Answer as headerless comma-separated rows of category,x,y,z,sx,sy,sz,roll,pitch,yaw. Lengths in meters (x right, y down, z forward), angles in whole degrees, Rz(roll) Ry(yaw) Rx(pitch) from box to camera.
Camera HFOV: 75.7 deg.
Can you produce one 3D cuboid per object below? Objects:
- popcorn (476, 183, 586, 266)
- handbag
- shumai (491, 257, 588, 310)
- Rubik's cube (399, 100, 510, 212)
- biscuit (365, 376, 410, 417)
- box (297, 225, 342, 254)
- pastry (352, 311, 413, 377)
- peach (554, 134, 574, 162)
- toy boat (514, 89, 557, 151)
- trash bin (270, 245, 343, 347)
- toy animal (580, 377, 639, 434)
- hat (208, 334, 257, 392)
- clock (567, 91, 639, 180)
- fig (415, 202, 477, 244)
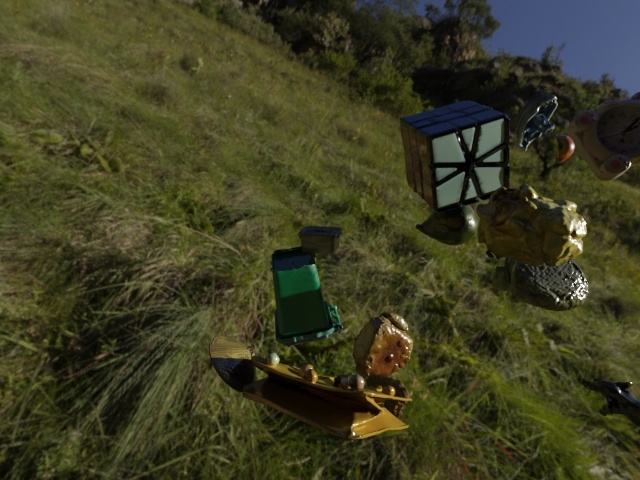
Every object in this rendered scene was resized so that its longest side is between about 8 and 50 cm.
popcorn,0.582,-0.038,1.163,0.251,0.216,0.286,18,-5,-36
handbag,0.013,0.403,1.103,0.400,0.133,0.283,2,-18,38
shumai,0.935,0.197,1.793,0.329,0.292,0.289,23,-31,4
Rubik's cube,0.467,-0.304,1.458,0.284,0.287,0.294,-112,-172,-58
biscuit,0.258,0.574,1.548,0.184,0.047,0.320,60,-21,20
box,0.000,0.000,1.708,0.171,0.093,0.124,4,19,18
pastry,0.202,0.348,1.347,0.219,0.228,0.100,61,-9,-31
peach,0.837,-0.315,1.415,0.061,0.098,0.098,-4,-32,27
toy boat,0.906,-0.489,1.726,0.128,0.143,0.309,-16,-29,-6
trash bin,-0.075,0.236,1.782,0.259,0.294,0.382,-107,-171,-64
toy animal,0.916,0.489,1.231,0.244,0.115,0.146,22,-16,29
hat,-0.226,0.335,1.195,0.193,0.082,0.193,47,12,-13
clock,1.144,-0.404,1.559,0.284,0.309,0.114,66,8,17
fig,0.517,-0.071,1.697,0.244,0.196,0.195,-12,-32,15
